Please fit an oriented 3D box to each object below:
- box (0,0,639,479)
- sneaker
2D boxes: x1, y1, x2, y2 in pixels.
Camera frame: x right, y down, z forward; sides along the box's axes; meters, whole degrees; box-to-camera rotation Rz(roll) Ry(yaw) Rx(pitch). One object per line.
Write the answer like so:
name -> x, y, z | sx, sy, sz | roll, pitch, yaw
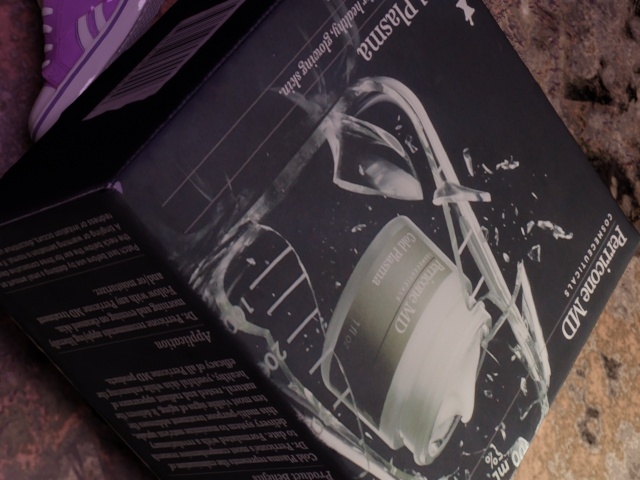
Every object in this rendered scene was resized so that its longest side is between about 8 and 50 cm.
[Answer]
box -> 0.000, 0.000, 1.302 | 0.472, 0.297, 0.480 | 53, 52, -22
sneaker -> -0.269, -0.227, 1.404 | 0.161, 0.102, 0.282 | 24, 64, -1
